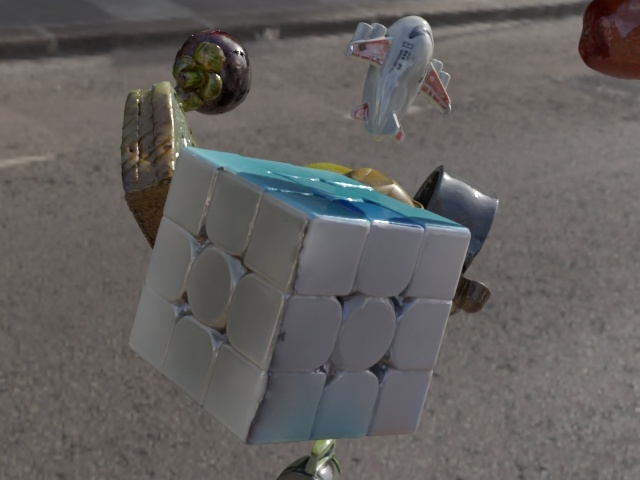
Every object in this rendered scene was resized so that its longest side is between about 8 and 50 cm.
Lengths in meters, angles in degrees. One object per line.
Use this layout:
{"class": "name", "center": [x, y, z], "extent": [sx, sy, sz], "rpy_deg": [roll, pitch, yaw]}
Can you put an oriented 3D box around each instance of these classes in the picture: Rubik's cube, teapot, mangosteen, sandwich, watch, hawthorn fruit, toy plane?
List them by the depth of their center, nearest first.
{"class": "Rubik's cube", "center": [-0.030, 0.069, 1.372], "extent": [0.290, 0.291, 0.291], "rpy_deg": [6, 14, -42]}
{"class": "hawthorn fruit", "center": [0.420, -0.282, 1.439], "extent": [0.137, 0.133, 0.133], "rpy_deg": [-9, 26, -6]}
{"class": "teapot", "center": [-0.001, 0.345, 1.551], "extent": [0.092, 0.124, 0.091], "rpy_deg": [45, 36, -1]}
{"class": "sandwich", "center": [-0.238, -0.080, 1.758], "extent": [0.099, 0.301, 0.271], "rpy_deg": [-11, 48, 7]}
{"class": "toy plane", "center": [0.144, -0.302, 1.977], "extent": [0.252, 0.252, 0.118], "rpy_deg": [-9, 7, -31]}
{"class": "mangosteen", "center": [-0.217, -0.324, 2.068], "extent": [0.166, 0.166, 0.180], "rpy_deg": [14, 22, 17]}
{"class": "watch", "center": [0.262, 0.003, 2.492], "extent": [0.314, 0.335, 0.327], "rpy_deg": [29, 62, -3]}

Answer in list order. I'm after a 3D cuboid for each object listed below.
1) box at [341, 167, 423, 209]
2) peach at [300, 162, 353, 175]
{"class": "box", "center": [0.081, -0.061, 1.712], "extent": [0.111, 0.111, 0.177], "rpy_deg": [-12, 30, -36]}
{"class": "peach", "center": [-0.007, 0.003, 2.041], "extent": [0.314, 0.316, 0.282], "rpy_deg": [0, 53, -11]}
